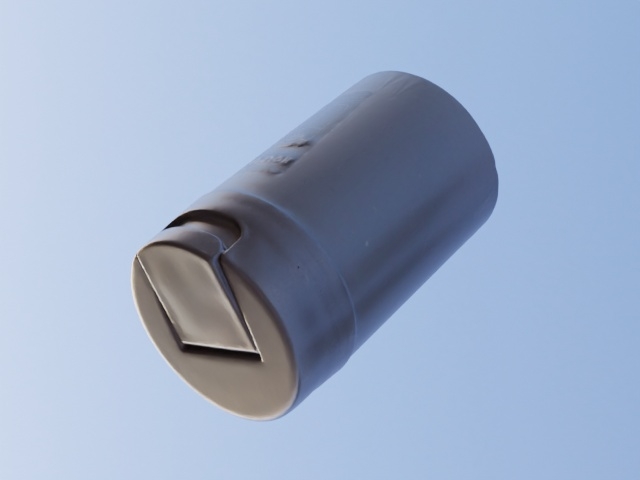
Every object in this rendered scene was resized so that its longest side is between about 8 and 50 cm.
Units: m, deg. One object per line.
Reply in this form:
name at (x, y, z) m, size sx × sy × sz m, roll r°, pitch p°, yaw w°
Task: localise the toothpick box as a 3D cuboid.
toothpick box at (0.000, 0.000, 0.796) m, size 0.111 × 0.181 × 0.111 m, roll 27°, pitch -43°, yaw 27°
